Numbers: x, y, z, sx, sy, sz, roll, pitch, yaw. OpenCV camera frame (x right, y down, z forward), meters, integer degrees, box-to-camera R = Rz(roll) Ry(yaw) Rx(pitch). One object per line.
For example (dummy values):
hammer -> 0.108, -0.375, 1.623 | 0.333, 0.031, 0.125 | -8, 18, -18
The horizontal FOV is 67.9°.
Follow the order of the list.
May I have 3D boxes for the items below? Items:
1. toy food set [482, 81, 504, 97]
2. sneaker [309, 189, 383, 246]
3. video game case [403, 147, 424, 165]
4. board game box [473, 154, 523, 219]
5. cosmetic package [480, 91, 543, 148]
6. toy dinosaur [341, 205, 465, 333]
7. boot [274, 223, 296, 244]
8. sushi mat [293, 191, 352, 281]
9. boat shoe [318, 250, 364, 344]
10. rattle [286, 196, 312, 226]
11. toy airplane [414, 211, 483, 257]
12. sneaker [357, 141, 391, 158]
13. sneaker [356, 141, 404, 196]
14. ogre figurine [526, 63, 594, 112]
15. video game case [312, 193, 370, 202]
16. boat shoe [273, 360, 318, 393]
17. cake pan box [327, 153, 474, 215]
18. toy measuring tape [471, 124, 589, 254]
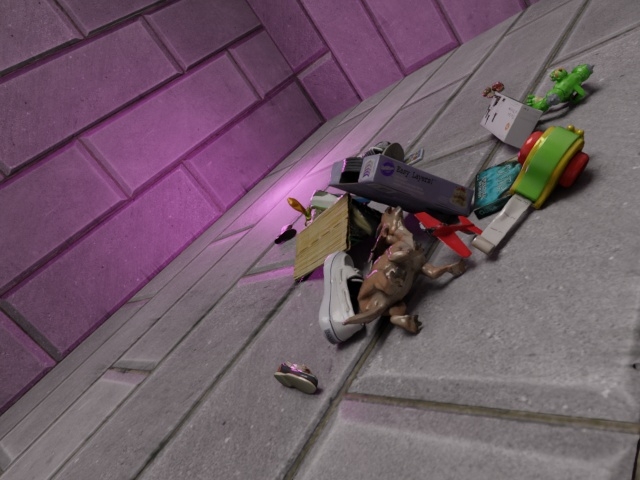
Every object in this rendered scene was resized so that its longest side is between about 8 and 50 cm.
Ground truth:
toy food set -> 0.620, -0.543, 1.702 | 0.077, 0.019, 0.122 | -34, 18, 9
sneaker -> 0.065, -0.021, 1.308 | 0.182, 0.157, 0.410 | -68, 21, 2
video game case -> 0.296, -0.269, 1.628 | 0.122, 0.011, 0.087 | -27, 19, 29
board game box -> 0.398, -0.124, 1.035 | 0.126, 0.026, 0.186 | -26, 20, 31
cosmetic package -> 0.487, -0.317, 1.236 | 0.239, 0.060, 0.099 | -81, 9, -66
toy dinosaur -> 0.126, 0.072, 0.898 | 0.296, 0.127, 0.200 | -50, 21, -24
boot -> -0.119, -0.038, 1.793 | 0.106, 0.037, 0.114 | -25, 16, 25
sushi mat -> 0.000, 0.000, 1.248 | 0.316, 0.019, 0.152 | -36, 44, 57
boat shoe -> 0.058, 0.101, 0.997 | 0.088, 0.096, 0.268 | -25, 21, 20
rattle -> 0.004, -0.133, 1.640 | 0.130, 0.143, 0.199 | -27, 0, -44
toy airplane -> 0.253, -0.020, 0.907 | 0.151, 0.151, 0.028 | -71, 0, -61
sneaker -> 0.234, -0.344, 1.824 | 0.132, 0.086, 0.228 | -39, 16, -17
sneaker -> 0.193, -0.241, 1.606 | 0.118, 0.083, 0.222 | -12, 38, 54
ogre figurine -> 0.608, -0.380, 1.197 | 0.196, 0.097, 0.118 | -22, -1, -3
video game case -> 0.067, -0.140, 1.571 | 0.119, 0.015, 0.166 | -6, 12, -33
boat shoe -> -0.041, 0.249, 0.882 | 0.043, 0.049, 0.137 | -43, 14, -28
cake pan box -> 0.173, -0.124, 1.104 | 0.245, 0.266, 0.070 | 7, 82, 69
toy measuring tape -> 0.389, -0.113, 0.863 | 0.330, 0.121, 0.121 | -42, 18, -20
